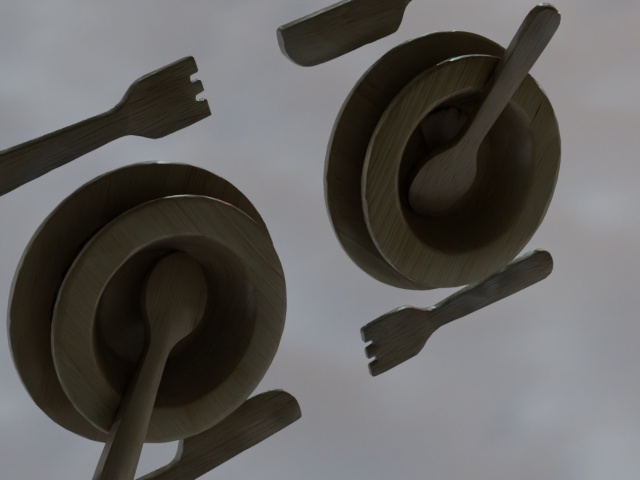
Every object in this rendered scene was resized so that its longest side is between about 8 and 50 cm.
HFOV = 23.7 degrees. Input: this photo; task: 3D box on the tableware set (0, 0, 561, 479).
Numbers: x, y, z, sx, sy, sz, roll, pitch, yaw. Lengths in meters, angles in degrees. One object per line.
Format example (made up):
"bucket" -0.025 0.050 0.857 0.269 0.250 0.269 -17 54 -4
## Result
"tableware set" 0.000 0.000 0.462 0.194 0.128 0.039 -27 -152 -22
